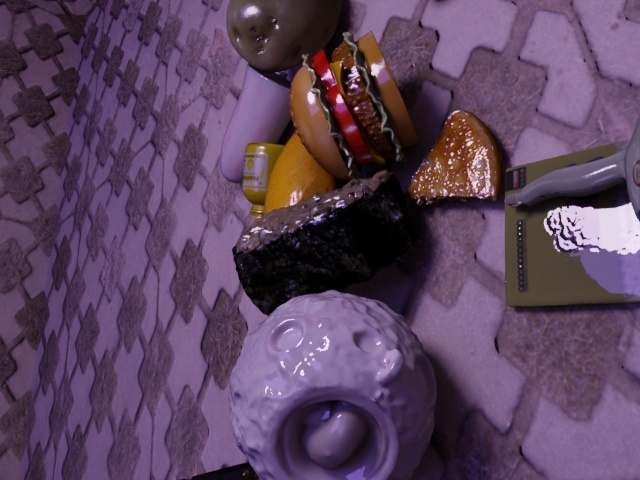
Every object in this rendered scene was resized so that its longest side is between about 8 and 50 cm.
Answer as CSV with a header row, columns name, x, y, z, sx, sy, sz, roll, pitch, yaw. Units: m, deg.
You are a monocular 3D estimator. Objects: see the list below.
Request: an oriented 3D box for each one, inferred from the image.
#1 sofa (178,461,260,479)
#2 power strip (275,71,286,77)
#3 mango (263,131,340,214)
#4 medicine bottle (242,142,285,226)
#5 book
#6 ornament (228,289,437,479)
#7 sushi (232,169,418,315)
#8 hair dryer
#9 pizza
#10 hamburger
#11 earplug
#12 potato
name,x,y,z,sx,sy,sz,roll,pitch,yaw
sofa,-0.126,0.522,1.064,0.258,0.200,0.181,-27,68,37
power strip,-0.162,-0.362,1.553,0.060,0.027,0.252,27,95,49
mango,-0.035,-0.112,1.239,0.187,0.144,0.359,-10,63,40
medicine bottle,-0.131,-0.125,1.361,0.122,0.122,0.212,9,95,48
book,0.428,-0.028,0.787,0.352,0.035,0.239,-10,69,44
ornament,0.022,0.245,0.907,0.337,0.337,0.336,-20,61,41
sushi,0.000,0.000,1.039,0.350,0.170,0.211,-23,18,11
hair dryer,0.420,-0.159,0.765,0.298,0.119,0.295,21,84,60
pizza,0.239,-0.130,1.014,0.193,0.053,0.200,-25,61,38
hamburger,0.052,-0.249,1.082,0.212,0.274,0.274,-24,56,12
earplug,-0.170,-0.282,1.450,0.172,0.172,0.301,50,119,45
potato,-0.080,-0.558,1.371,0.243,0.220,0.326,17,49,30
